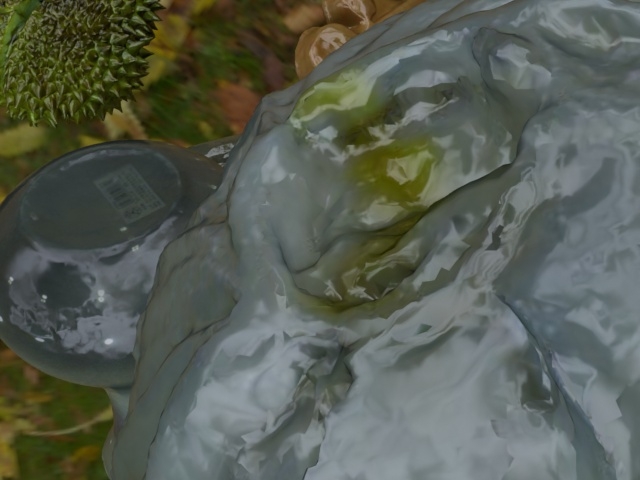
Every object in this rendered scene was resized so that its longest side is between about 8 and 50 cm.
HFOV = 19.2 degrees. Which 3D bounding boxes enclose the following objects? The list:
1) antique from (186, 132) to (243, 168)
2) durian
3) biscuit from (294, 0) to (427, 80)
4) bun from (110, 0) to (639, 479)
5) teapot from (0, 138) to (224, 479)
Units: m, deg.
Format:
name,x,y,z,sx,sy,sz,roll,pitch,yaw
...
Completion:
name,x,y,z,sx,sy,sz,roll,pitch,yaw
antique,0.000,0.000,1.524,0.150,0.284,0.125,-15,72,7
durian,-0.207,-0.176,1.460,0.159,0.146,0.198,19,46,-22
biscuit,0.103,-0.064,1.269,0.288,0.202,0.044,47,142,-21
bun,0.073,0.043,0.675,0.362,0.211,0.362,-19,51,24
teapot,-0.113,0.064,1.228,0.184,0.251,0.183,-7,42,6
